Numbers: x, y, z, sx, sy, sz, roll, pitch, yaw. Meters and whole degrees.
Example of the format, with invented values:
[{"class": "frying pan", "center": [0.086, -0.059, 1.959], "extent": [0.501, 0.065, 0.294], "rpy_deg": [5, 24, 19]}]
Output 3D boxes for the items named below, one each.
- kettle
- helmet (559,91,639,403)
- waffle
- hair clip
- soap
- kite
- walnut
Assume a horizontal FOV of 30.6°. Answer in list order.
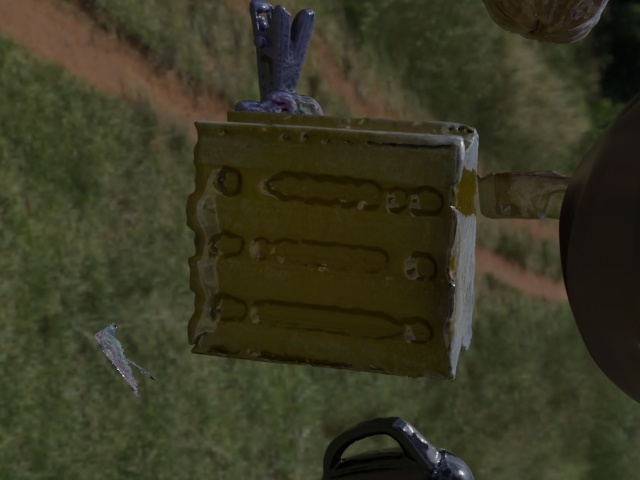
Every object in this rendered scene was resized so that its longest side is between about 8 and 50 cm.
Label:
[{"class": "kettle", "center": [0.151, 0.430, 2.061], "extent": [0.207, 0.271, 0.251], "rpy_deg": [-5, 73, -48]}, {"class": "helmet", "center": [0.296, -0.003, 0.882], "extent": [0.271, 0.197, 0.338], "rpy_deg": [54, 34, -18]}, {"class": "waffle", "center": [0.368, -0.061, 1.611], "extent": [0.348, 0.304, 0.078], "rpy_deg": [-22, 113, -86]}, {"class": "hair clip", "center": [-0.058, -0.185, 1.510], "extent": [0.137, 0.090, 0.279], "rpy_deg": [2, 84, -44]}, {"class": "soap", "center": [0.014, 0.001, 1.387], "extent": [0.156, 0.335, 0.294], "rpy_deg": [-36, 127, -68]}, {"class": "kite", "center": [-0.279, 0.168, 1.665], "extent": [0.157, 0.011, 0.139], "rpy_deg": [47, 14, -52]}, {"class": "walnut", "center": [0.300, -0.380, 1.555], "extent": [0.198, 0.198, 0.245], "rpy_deg": [43, 56, -70]}]
